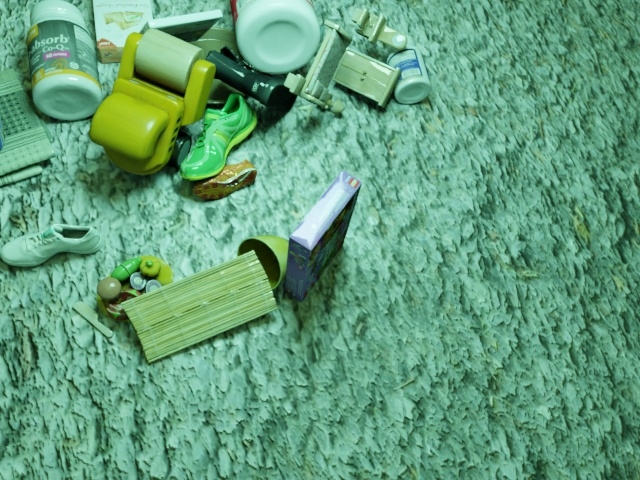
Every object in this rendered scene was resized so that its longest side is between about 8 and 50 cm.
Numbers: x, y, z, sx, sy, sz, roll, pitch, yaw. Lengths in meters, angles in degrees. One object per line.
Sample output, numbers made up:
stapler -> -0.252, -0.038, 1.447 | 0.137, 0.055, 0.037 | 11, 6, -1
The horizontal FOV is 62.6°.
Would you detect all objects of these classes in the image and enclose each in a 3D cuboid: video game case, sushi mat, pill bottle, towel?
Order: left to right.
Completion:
towel -> -0.845, -0.254, 1.283 | 0.324, 0.056, 0.312 | -27, 71, -19
pill bottle -> -0.658, -0.463, 1.345 | 0.162, 0.162, 0.278 | -12, 69, -16
video game case -> -0.380, -0.546, 1.374 | 0.201, 0.183, 0.023 | -26, 102, -31
sushi mat -> -0.265, 0.147, 1.186 | 0.316, 0.019, 0.151 | -22, 97, -14
pill bottle -> -0.145, -0.692, 1.503 | 0.229, 0.229, 0.408 | -4, 57, -13
pill bottle -> 0.261, -0.519, 1.587 | 0.112, 0.112, 0.187 | -4, 67, -13

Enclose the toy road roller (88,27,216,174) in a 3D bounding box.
toy road roller -> -0.405, -0.314, 1.239 | 0.202, 0.330, 0.240 | 22, 20, -2

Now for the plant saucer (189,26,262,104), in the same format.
plant saucer -> -0.305, -0.493, 1.499 | 0.277, 0.041, 0.278 | 4, 65, -9

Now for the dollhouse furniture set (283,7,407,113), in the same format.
dollhouse furniture set -> 0.095, -0.476, 1.385 | 0.173, 0.355, 0.303 | 29, 103, 12

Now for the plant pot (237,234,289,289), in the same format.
plant pot -> -0.118, 0.041, 1.261 | 0.134, 0.134, 0.095 | 47, 40, 10

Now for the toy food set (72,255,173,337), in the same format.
toy food set -> -0.435, 0.110, 1.185 | 0.128, 0.071, 0.218 | 45, 66, 10

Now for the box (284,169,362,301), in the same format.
box -> 0.000, 0.000, 1.200 | 0.057, 0.293, 0.201 | 33, 65, 10

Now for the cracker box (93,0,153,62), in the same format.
cracker box -> -0.552, -0.615, 1.488 | 0.155, 0.067, 0.232 | -9, 69, -15

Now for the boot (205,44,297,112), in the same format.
boot -> -0.178, -0.435, 1.413 | 0.207, 0.094, 0.246 | 33, 20, 8

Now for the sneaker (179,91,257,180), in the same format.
sneaker -> -0.276, -0.270, 1.347 | 0.109, 0.123, 0.295 | 10, 54, 28

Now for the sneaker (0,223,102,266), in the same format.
sneaker -> -0.612, -0.002, 1.186 | 0.212, 0.094, 0.080 | -13, 71, -16

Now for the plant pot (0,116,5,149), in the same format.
plant pot -> -0.839, -0.311, 1.158 | 0.212, 0.236, 0.236 | -13, 67, -22

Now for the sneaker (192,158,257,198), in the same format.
sneaker -> -0.250, -0.157, 1.358 | 0.175, 0.064, 0.067 | -24, 53, -26

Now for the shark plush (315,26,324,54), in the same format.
shark plush -> -0.051, -0.582, 1.575 | 0.161, 0.067, 0.073 | -33, 76, -23
